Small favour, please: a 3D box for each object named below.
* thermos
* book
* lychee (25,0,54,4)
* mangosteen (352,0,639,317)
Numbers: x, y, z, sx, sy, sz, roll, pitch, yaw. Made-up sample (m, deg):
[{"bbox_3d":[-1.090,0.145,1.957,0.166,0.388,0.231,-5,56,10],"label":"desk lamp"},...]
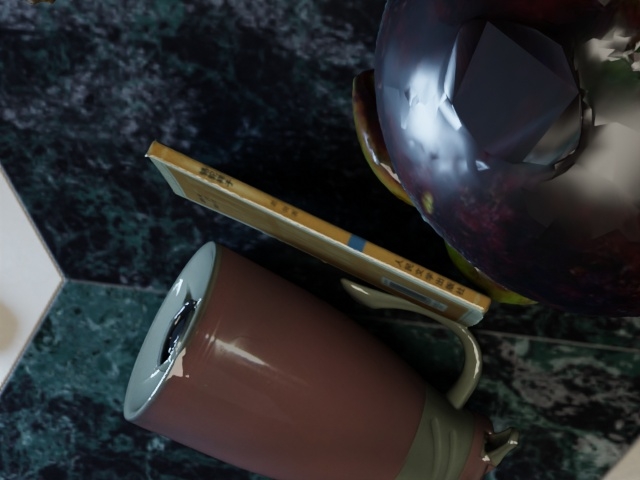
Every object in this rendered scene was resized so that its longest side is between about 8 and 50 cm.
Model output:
[{"bbox_3d":[0.008,0.109,1.187,0.265,0.146,0.176,25,95,-14],"label":"thermos"},{"bbox_3d":[0.000,-0.001,1.094,0.241,0.170,0.018,26,85,3],"label":"book"},{"bbox_3d":[-0.164,-0.237,0.990,0.165,0.165,0.197,13,149,2],"label":"lychee"},{"bbox_3d":[0.172,-0.088,0.959,0.311,0.311,0.311,4,120,7],"label":"mangosteen"}]
